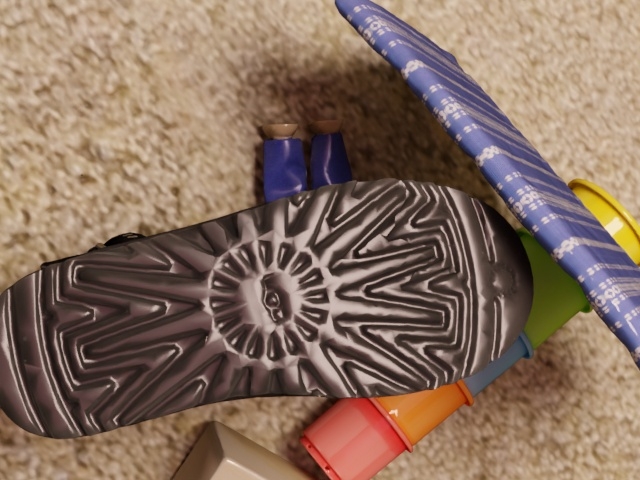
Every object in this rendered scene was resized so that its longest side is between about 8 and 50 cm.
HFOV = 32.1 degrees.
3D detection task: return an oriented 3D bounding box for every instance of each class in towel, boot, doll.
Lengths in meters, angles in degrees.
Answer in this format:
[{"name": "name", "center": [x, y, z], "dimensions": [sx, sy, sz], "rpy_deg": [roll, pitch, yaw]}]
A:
[{"name": "towel", "center": [0.150, -0.021, 0.767], "dimensions": [0.040, 0.243, 0.336], "rpy_deg": [-42, 75, 15]}, {"name": "boot", "center": [-0.059, 0.045, 0.759], "dimensions": [0.348, 0.260, 0.131], "rpy_deg": [-6, 86, -12]}, {"name": "doll", "center": [0.000, 0.000, 0.882], "dimensions": [0.129, 0.046, 0.188], "rpy_deg": [-5, 96, -14]}]

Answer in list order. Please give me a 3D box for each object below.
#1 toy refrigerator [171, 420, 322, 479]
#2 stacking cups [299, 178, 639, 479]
[{"name": "toy refrigerator", "center": [0.003, 0.258, 0.885], "dimensions": [0.270, 0.094, 0.102], "rpy_deg": [32, 93, -16]}, {"name": "stacking cups", "center": [0.126, 0.087, 0.901], "dimensions": [0.316, 0.096, 0.096], "rpy_deg": [-42, 104, -8]}]
